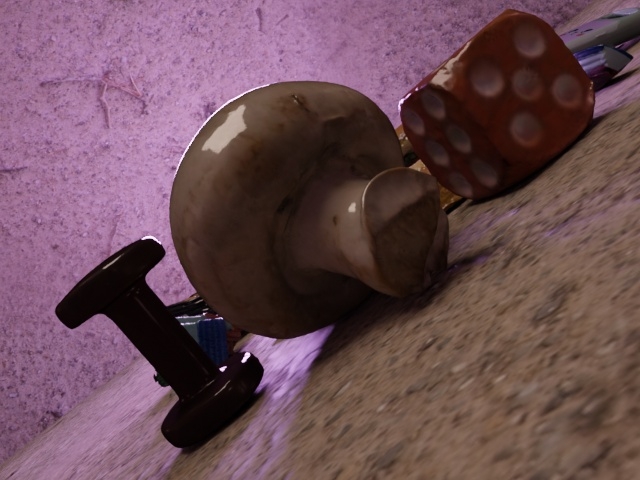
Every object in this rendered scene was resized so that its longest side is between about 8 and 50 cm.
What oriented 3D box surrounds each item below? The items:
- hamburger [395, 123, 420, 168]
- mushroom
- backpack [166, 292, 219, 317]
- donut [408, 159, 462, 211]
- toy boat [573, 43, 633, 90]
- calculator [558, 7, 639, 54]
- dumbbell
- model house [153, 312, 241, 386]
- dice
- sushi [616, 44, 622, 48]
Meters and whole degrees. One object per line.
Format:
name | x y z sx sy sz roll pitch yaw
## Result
hamburger | 0.237 -0.223 1.499 0.211 0.132 0.309 -37 3 40
mushroom | -0.006 -0.018 0.716 0.297 0.297 0.290 -39 40 -17
backpack | -0.213 0.153 1.314 0.258 0.133 0.206 -27 2 35
donut | 0.144 -0.071 0.986 0.217 0.085 0.141 -37 5 7
toy boat | 0.390 -0.247 1.015 0.229 0.080 0.046 172 115 -80
calculator | 0.478 -0.359 1.185 0.246 0.045 0.141 -22 17 7
dumbbell | -0.180 0.115 0.753 0.140 0.225 0.124 -37 8 5
model house | -0.185 0.173 1.095 0.149 0.119 0.148 -12 -14 12
dice | 0.217 -0.165 0.836 0.179 0.175 0.174 -43 6 -15
sushi | 0.437 -0.302 1.240 0.215 0.050 0.192 -40 5 -30
